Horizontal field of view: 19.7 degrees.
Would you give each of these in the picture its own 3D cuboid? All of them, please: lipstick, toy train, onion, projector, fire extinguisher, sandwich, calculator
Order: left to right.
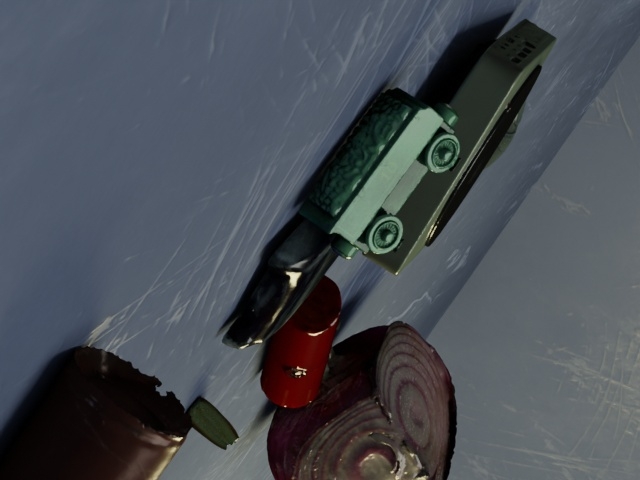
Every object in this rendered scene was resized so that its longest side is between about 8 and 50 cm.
[{"bbox_3d":[-0.230,0.232,1.367,0.337,0.106,0.147,-54,-164,12],"label":"fire extinguisher"},{"bbox_3d":[-0.119,0.184,1.909,0.031,0.044,0.083,-47,-147,-10],"label":"sandwich"},{"bbox_3d":[-0.022,0.117,2.037,0.073,0.073,0.280,-49,170,-21],"label":"lipstick"},{"bbox_3d":[0.000,0.000,1.822,0.268,0.040,0.177,-50,174,-48],"label":"calculator"},{"bbox_3d":[0.045,0.247,2.457,0.230,0.272,0.256,-28,177,29],"label":"onion"},{"bbox_3d":[0.057,-0.063,1.690,0.099,0.070,0.172,36,90,-43],"label":"toy train"},{"bbox_3d":[0.146,-0.108,1.968,0.259,0.079,0.257,-59,175,20],"label":"projector"}]

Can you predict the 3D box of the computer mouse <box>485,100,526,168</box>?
[{"bbox_3d":[0.207,-0.150,2.176,0.229,0.068,0.113,-58,171,33],"label":"computer mouse"}]
